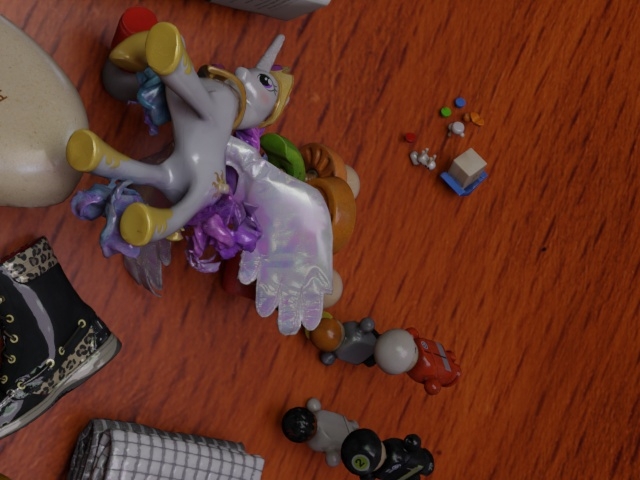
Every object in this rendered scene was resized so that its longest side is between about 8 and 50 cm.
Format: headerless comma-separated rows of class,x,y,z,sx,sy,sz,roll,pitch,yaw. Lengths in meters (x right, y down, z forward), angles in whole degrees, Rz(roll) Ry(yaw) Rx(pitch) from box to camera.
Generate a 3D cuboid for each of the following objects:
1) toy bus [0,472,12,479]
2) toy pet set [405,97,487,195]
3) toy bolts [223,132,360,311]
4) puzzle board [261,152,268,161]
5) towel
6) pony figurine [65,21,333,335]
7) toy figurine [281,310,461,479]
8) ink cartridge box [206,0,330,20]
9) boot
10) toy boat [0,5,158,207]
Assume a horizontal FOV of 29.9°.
toy bus,-0.508,0.299,1.307,0.332,0.130,0.108,11,88,-36
toy pet set,0.193,-0.126,1.753,0.122,0.065,0.114,-34,73,-26
toy bolts,0.000,0.000,1.560,0.158,0.218,0.228,9,105,-40
puzzle board,-0.048,-0.047,1.637,0.128,0.011,0.096,34,77,-26
towel,-0.219,0.376,1.499,0.235,0.121,0.284,18,88,-36
pony figurine,-0.136,-0.078,1.373,0.363,0.303,0.351,-7,107,-67
toy figurine,0.059,0.207,1.591,0.148,0.209,0.213,22,85,-44
ink cartridge box,-0.134,-0.412,1.442,0.307,0.129,0.223,9,84,-27
boot,-0.372,0.122,1.425,0.236,0.085,0.178,-37,106,-29
toy boat,-0.324,-0.166,1.400,0.318,0.148,0.267,-29,76,-27
